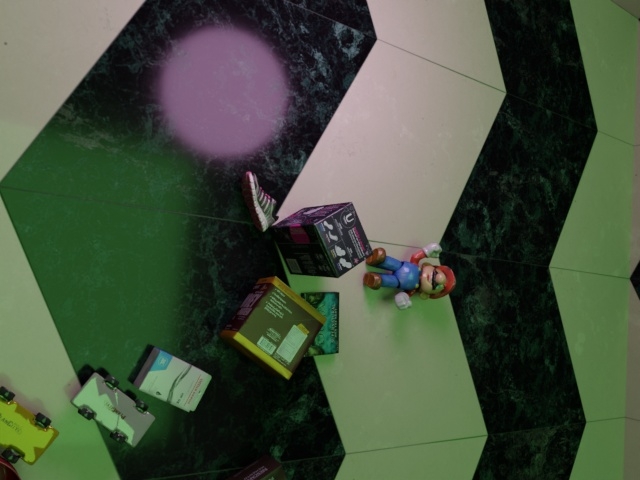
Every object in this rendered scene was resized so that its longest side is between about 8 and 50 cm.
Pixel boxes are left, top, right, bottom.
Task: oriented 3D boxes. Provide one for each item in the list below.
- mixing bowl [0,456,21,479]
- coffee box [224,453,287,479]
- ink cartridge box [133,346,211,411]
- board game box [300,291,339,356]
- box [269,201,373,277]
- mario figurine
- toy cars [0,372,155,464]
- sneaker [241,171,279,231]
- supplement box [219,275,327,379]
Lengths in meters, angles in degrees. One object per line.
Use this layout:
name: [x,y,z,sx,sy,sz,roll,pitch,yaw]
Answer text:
mixing bowl: [-0.692,0.499,1.048,0.181,0.098,0.182,-4,99,-24]
coffee box: [-0.146,0.732,1.407,0.141,0.098,0.247,-24,102,-32]
ink cartridge box: [-0.356,0.353,1.304,0.180,0.060,0.104,36,70,-27]
board game box: [-0.001,0.248,1.560,0.126,0.026,0.186,1,88,-33]
box: [0.000,0.000,1.435,0.142,0.247,0.163,-32,106,-28]
mario figurine: [0.311,0.110,1.677,0.320,0.170,0.198,11,117,-25]
toy cars: [-0.570,0.385,1.152,0.393,0.087,0.177,4,80,-37]
sneaker: [-0.163,-0.113,1.445,0.074,0.063,0.170,-27,108,-31]
supplement box: [-0.127,0.232,1.402,0.191,0.129,0.194,41,68,-16]
